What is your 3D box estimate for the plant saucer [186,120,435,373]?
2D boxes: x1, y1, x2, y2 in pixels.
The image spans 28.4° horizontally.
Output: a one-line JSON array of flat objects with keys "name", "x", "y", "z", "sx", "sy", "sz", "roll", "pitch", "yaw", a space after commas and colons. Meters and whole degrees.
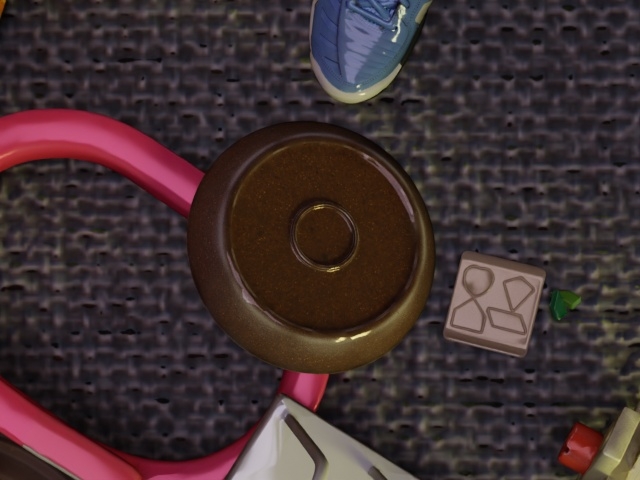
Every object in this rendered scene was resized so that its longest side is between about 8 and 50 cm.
[{"name": "plant saucer", "x": 0.000, "y": 0.000, "z": 0.808, "sx": 0.168, "sy": 0.029, "sz": 0.168, "roll": 4, "pitch": 76, "yaw": -17}]

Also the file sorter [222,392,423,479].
[{"name": "file sorter", "x": 0.051, "y": 0.254, "z": 0.735, "sx": 0.277, "sy": 0.173, "sz": 0.193, "roll": 33, "pitch": 87, "yaw": -10}]

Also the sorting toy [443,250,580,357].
[{"name": "sorting toy", "x": 0.128, "y": 0.045, "z": 0.841, "sx": 0.083, "sy": 0.012, "sz": 0.062, "roll": 14, "pitch": 87, "yaw": 8}]

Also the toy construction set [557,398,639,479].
[{"name": "toy construction set", "x": 0.309, "y": 0.142, "z": 0.742, "sx": 0.327, "sy": 0.215, "sz": 0.151, "roll": 13, "pitch": 81, "yaw": 9}]

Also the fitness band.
[{"name": "fitness band", "x": -0.131, "y": 0.044, "z": 0.817, "sx": 0.291, "sy": 0.054, "sz": 0.209, "roll": 35, "pitch": 78, "yaw": -4}]

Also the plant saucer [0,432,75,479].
[{"name": "plant saucer", "x": -0.253, "y": 0.261, "z": 0.848, "sx": 0.278, "sy": 0.041, "sz": 0.278, "roll": -1, "pitch": 86, "yaw": 8}]

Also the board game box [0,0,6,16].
[{"name": "board game box", "x": -0.374, "y": -0.259, "z": 0.682, "sx": 0.356, "sy": 0.356, "sz": 0.356, "roll": 23, "pitch": 101, "yaw": 4}]

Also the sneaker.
[{"name": "sneaker", "x": 0.046, "y": -0.190, "z": 0.810, "sx": 0.080, "sy": 0.081, "sz": 0.211, "roll": 20, "pitch": 94, "yaw": 2}]
